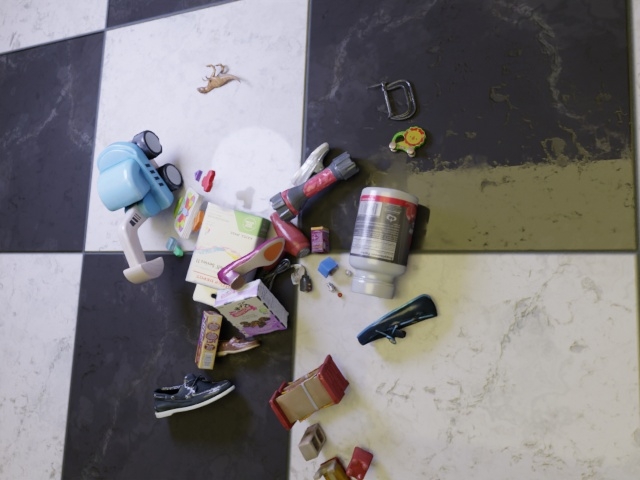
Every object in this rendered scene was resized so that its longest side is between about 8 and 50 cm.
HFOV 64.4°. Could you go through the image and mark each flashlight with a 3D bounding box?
[{"bbox_3d":[-0.018,-0.176,1.670,0.304,0.103,0.103,-32,68,9],"label":"flashlight"}]

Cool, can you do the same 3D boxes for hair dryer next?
[{"bbox_3d":[-0.138,0.043,1.727,0.224,0.080,0.293,-5,80,24],"label":"hair dryer"}]

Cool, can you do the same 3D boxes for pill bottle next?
[{"bbox_3d":[0.183,0.010,1.539,0.177,0.176,0.318,10,87,24],"label":"pill bottle"}]

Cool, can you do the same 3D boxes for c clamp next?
[{"bbox_3d":[0.240,-0.460,1.669,0.137,0.022,0.160,-21,74,14],"label":"c clamp"}]

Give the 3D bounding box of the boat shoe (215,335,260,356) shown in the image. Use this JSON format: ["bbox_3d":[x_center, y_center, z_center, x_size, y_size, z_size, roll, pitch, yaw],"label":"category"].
[{"bbox_3d":[-0.291,0.360,1.757,0.178,0.064,0.060,-15,79,23],"label":"boat shoe"}]

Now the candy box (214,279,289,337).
[{"bbox_3d":[-0.225,0.228,1.673,0.165,0.196,0.070,-16,43,21],"label":"candy box"}]

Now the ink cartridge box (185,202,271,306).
[{"bbox_3d":[-0.326,0.067,1.756,0.207,0.119,0.353,16,89,7],"label":"ink cartridge box"}]

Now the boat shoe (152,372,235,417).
[{"bbox_3d":[-0.453,0.522,1.771,0.340,0.127,0.112,-23,86,29],"label":"boat shoe"}]

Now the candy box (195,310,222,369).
[{"bbox_3d":[-0.391,0.345,1.777,0.053,0.109,0.186,10,87,-21],"label":"candy box"}]

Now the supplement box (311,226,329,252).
[{"bbox_3d":[0.000,0.000,1.687,0.043,0.055,0.083,-5,80,24],"label":"supplement box"}]

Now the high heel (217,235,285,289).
[{"bbox_3d":[-0.229,0.059,1.668,0.244,0.082,0.117,-46,40,-13],"label":"high heel"}]

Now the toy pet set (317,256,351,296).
[{"bbox_3d":[0.054,0.105,1.643,0.114,0.065,0.122,45,100,22],"label":"toy pet set"}]

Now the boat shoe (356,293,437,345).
[{"bbox_3d":[0.229,0.257,1.526,0.258,0.109,0.089,-35,74,18],"label":"boat shoe"}]

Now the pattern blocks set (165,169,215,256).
[{"bbox_3d":[-0.482,-0.103,1.845,0.286,0.026,0.324,10,82,56],"label":"pattern blocks set"}]

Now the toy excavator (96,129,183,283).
[{"bbox_3d":[-0.672,-0.120,1.831,0.223,0.445,0.432,-19,117,20],"label":"toy excavator"}]

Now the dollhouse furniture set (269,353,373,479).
[{"bbox_3d":[0.031,0.576,1.566,0.201,0.152,0.373,-32,89,16],"label":"dollhouse furniture set"}]

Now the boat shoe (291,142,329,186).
[{"bbox_3d":[-0.023,-0.248,1.729,0.063,0.066,0.184,43,98,8],"label":"boat shoe"}]

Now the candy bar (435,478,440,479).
[{"bbox_3d":[0.389,0.739,1.437,0.162,0.018,0.040,32,96,23],"label":"candy bar"}]

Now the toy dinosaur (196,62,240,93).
[{"bbox_3d":[-0.383,-0.622,1.945,0.212,0.064,0.112,-11,96,31],"label":"toy dinosaur"}]

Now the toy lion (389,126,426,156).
[{"bbox_3d":[0.282,-0.321,1.625,0.100,0.034,0.096,21,84,25],"label":"toy lion"}]
